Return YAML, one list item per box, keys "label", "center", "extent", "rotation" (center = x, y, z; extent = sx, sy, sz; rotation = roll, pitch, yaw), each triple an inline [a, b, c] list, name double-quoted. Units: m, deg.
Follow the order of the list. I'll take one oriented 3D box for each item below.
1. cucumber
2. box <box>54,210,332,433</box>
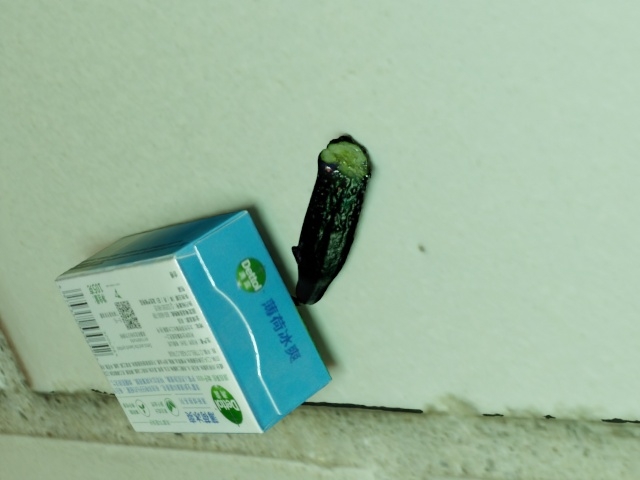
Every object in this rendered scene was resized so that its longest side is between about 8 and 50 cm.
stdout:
- label: "cucumber"
  center: [0.000, 0.000, 1.109]
  extent: [0.043, 0.039, 0.163]
  rotation: [60, 150, 35]
- label: "box"
  center: [-0.096, 0.064, 1.212]
  extent: [0.194, 0.073, 0.139]
  rotation: [-10, 110, 56]
